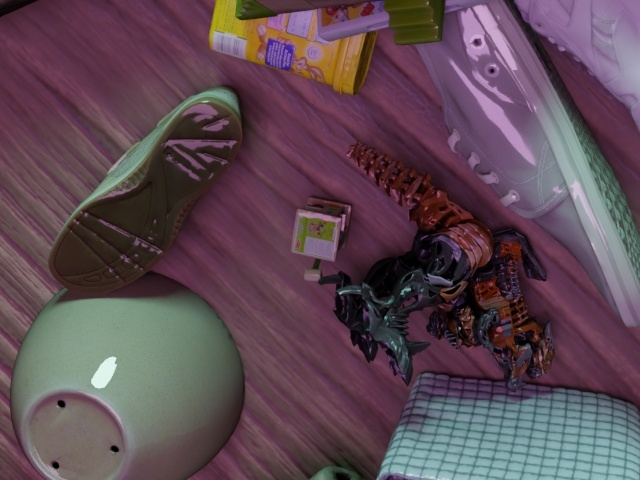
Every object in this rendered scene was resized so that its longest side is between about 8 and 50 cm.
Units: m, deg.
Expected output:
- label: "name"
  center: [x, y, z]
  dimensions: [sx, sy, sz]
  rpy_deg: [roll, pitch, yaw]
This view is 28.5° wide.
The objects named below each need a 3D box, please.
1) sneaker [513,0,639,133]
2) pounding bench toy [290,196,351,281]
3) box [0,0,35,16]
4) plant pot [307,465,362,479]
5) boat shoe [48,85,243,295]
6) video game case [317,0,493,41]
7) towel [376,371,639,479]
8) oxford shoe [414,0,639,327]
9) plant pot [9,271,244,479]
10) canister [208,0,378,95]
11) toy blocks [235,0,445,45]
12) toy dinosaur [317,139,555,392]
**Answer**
- label: "sneaker"
  center: [0.288, -0.223, 1.265]
  dimensions: [0.152, 0.114, 0.305]
  rpy_deg: [-3, 130, 39]
- label: "pounding bench toy"
  center: [0.000, 0.000, 1.433]
  dimensions: [0.052, 0.065, 0.083]
  rpy_deg: [12, 108, 10]
- label: "box"
  center: [-0.272, -0.375, 1.344]
  dimensions: [0.381, 0.143, 0.191]
  rpy_deg: [-20, 101, 16]
- label: "plant pot"
  center: [-0.019, 0.444, 1.467]
  dimensions: [0.334, 0.334, 0.305]
  rpy_deg: [44, 100, -3]
- label: "boat shoe"
  center: [-0.196, -0.057, 1.448]
  dimensions: [0.109, 0.098, 0.302]
  rpy_deg: [38, 110, -15]
- label: "video game case"
  center: [0.087, -0.327, 1.254]
  dimensions: [0.206, 0.026, 0.227]
  rpy_deg: [-9, 75, 29]
- label: "towel"
  center: [0.214, 0.263, 1.377]
  dimensions: [0.283, 0.235, 0.121]
  rpy_deg: [5, 114, 12]
- label: "oxford shoe"
  center: [0.207, -0.103, 1.302]
  dimensions: [0.130, 0.169, 0.449]
  rpy_deg: [-31, 91, 17]
- label: "plant pot"
  center: [-0.253, 0.196, 1.489]
  dimensions: [0.284, 0.191, 0.284]
  rpy_deg: [4, 108, 13]
- label: "canister"
  center: [-0.026, -0.240, 1.361]
  dimensions: [0.170, 0.073, 0.126]
  rpy_deg: [18, 110, 9]
- label: "toy blocks"
  center: [0.016, -0.304, 1.122]
  dimensions: [0.381, 0.261, 0.191]
  rpy_deg: [-1, 79, 32]
- label: "toy dinosaur"
  center: [0.125, 0.038, 1.390]
  dimensions: [0.218, 0.164, 0.322]
  rpy_deg: [-37, 82, -9]
